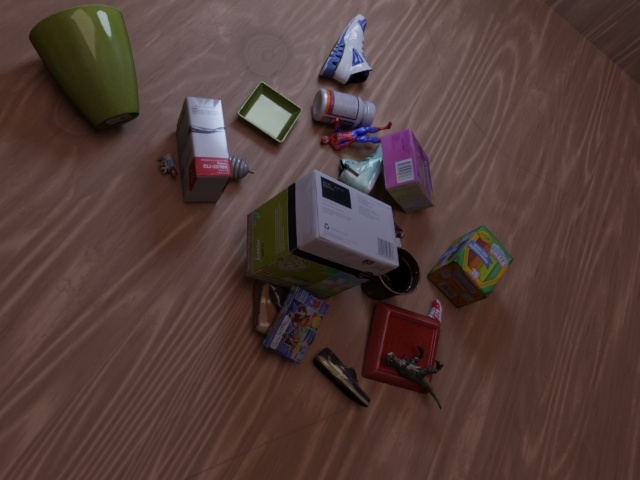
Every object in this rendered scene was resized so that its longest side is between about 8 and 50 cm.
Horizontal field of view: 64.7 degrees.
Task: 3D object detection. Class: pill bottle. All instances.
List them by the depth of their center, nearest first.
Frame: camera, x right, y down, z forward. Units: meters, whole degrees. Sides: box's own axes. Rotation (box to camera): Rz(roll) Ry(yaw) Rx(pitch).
[{"bbox_3d":[0.089,-0.498,1.927,0.221,0.121,0.121,6,67,-22],"label":"pill bottle"}]

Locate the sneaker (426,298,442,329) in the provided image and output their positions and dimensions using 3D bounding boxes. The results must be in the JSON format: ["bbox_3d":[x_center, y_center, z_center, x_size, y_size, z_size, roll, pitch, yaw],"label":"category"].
[{"bbox_3d":[0.397,0.265,1.806,0.066,0.042,0.119,12,67,-23],"label":"sneaker"}]

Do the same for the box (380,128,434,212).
[{"bbox_3d":[0.324,-0.250,1.863,0.243,0.117,0.214,36,47,-58],"label":"box"}]

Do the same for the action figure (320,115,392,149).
[{"bbox_3d":[0.141,-0.404,1.881,0.280,0.139,0.092,-10,79,-6],"label":"action figure"}]

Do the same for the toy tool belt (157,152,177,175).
[{"bbox_3d":[-0.489,-0.236,1.610,0.051,0.052,0.083,-20,73,3],"label":"toy tool belt"}]

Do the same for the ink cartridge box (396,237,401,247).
[{"bbox_3d":[0.212,0.030,1.790,0.122,0.088,0.052,-3,74,-25],"label":"ink cartridge box"}]

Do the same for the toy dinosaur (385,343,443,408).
[{"bbox_3d":[0.323,0.418,1.637,0.268,0.064,0.118,40,83,-10],"label":"toy dinosaur"}]

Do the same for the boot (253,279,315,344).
[{"bbox_3d":[-0.107,0.197,1.600,0.206,0.090,0.249,19,61,-30],"label":"boot"}]

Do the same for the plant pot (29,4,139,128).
[{"bbox_3d":[-0.671,-0.500,1.524,0.274,0.274,0.294,-26,97,-30],"label":"plant pot"}]

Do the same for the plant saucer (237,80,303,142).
[{"bbox_3d":[-0.185,-0.456,1.831,0.188,0.045,0.188,33,60,-9],"label":"plant saucer"}]

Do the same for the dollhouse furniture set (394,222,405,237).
[{"bbox_3d":[0.243,-0.044,1.881,0.081,0.091,0.114,-45,64,8],"label":"dollhouse furniture set"}]

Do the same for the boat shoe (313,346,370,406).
[{"bbox_3d":[0.079,0.424,1.578,0.223,0.080,0.073,42,64,1],"label":"boat shoe"}]

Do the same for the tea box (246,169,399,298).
[{"bbox_3d":[0.000,0.000,1.514,0.328,0.323,0.220,20,55,-38],"label":"tea box"}]

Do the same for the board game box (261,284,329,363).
[{"bbox_3d":[-0.073,0.252,1.520,0.136,0.035,0.201,36,75,-32],"label":"board game box"}]

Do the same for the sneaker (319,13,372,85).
[{"bbox_3d":[0.133,-0.741,2.055,0.182,0.127,0.316,32,67,-14],"label":"sneaker"}]

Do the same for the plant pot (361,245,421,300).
[{"bbox_3d":[0.228,0.125,1.715,0.166,0.165,0.167,9,66,-20],"label":"plant pot"}]

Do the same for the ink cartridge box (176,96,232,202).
[{"bbox_3d":[-0.371,-0.281,1.588,0.114,0.197,0.273,-3,72,-27],"label":"ink cartridge box"}]

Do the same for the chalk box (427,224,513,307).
[{"bbox_3d":[0.572,0.078,1.881,0.180,0.179,0.289,46,59,-2],"label":"chalk box"}]

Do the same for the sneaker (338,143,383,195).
[{"bbox_3d":[0.158,-0.298,1.895,0.151,0.094,0.256,31,59,-7],"label":"sneaker"}]

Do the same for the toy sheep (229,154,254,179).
[{"bbox_3d":[-0.284,-0.244,1.679,0.131,0.091,0.091,9,65,-1],"label":"toy sheep"}]

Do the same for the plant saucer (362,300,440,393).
[{"bbox_3d":[0.286,0.359,1.692,0.258,0.047,0.259,19,73,-16],"label":"plant saucer"}]
